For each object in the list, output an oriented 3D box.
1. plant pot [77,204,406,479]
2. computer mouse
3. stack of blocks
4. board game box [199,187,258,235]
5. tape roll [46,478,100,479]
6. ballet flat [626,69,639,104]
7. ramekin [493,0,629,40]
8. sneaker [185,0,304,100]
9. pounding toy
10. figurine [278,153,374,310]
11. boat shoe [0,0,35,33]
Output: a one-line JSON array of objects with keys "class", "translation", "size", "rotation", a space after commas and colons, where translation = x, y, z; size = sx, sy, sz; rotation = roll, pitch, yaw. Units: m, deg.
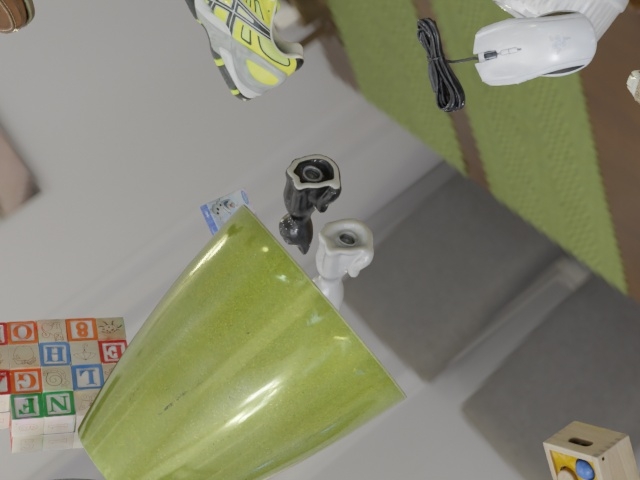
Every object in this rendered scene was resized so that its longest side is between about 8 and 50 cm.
[{"class": "plant pot", "translation": [-0.107, 0.158, 1.400], "size": [0.274, 0.293, 0.275], "rotation": [50, 177, 4]}, {"class": "computer mouse", "translation": [0.193, -0.200, 1.364], "size": [0.193, 0.042, 0.106], "rotation": [-9, 93, 31]}, {"class": "stack of blocks", "translation": [-0.420, 0.206, 1.836], "size": [0.087, 0.297, 0.171], "rotation": [107, 155, -46]}, {"class": "board game box", "translation": [-0.129, -0.025, 1.945], "size": [0.020, 0.090, 0.090], "rotation": [-21, 94, 42]}, {"class": "tape roll", "translation": [-0.327, 0.401, 1.758], "size": [0.219, 0.219, 0.072], "rotation": [68, -163, -52]}, {"class": "ballet flat", "translation": [0.569, -0.269, 2.255], "size": [0.067, 0.073, 0.206], "rotation": [23, -163, 20]}, {"class": "ramekin", "translation": [0.367, -0.381, 2.032], "size": [0.207, 0.109, 0.207], "rotation": [30, -170, -6]}, {"class": "sneaker", "translation": [-0.156, -0.435, 2.261], "size": [0.145, 0.147, 0.384], "rotation": [-95, -19, -56]}, {"class": "pounding toy", "translation": [0.386, 0.352, 1.921], "size": [0.141, 0.100, 0.130], "rotation": [8, 120, 55]}, {"class": "figurine", "translation": [0.000, 0.000, 2.169], "size": [0.214, 0.092, 0.209], "rotation": [63, 156, 25]}, {"class": "boat shoe", "translation": [-0.516, -0.386, 1.756], "size": [0.111, 0.104, 0.307], "rotation": [-9, 132, 38]}]
